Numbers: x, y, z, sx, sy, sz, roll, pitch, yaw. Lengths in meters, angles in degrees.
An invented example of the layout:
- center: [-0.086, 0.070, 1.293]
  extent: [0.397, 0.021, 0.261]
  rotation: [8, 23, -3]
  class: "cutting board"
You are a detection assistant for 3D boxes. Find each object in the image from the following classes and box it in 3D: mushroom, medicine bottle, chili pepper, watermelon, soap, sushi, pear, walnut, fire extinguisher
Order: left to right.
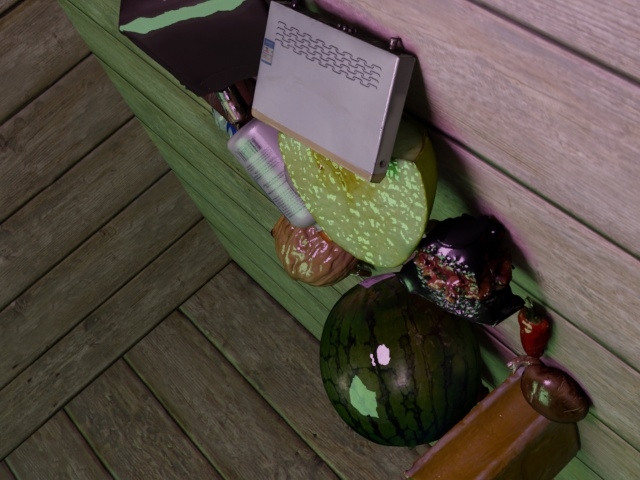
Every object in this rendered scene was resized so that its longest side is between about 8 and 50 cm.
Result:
- center: [-0.236, -0.373, 2.148]
  extent: [0.344, 0.102, 0.138]
  rotation: [44, 136, 27]
  class: "fire extinguisher"
- center: [-0.042, -0.133, 2.015]
  extent: [0.289, 0.157, 0.157]
  rotation: [50, 169, -7]
  class: "medicine bottle"
- center: [0.000, 0.000, 2.179]
  extent: [0.213, 0.213, 0.213]
  rotation: [46, 169, 12]
  class: "walnut"
- center: [0.092, -0.077, 1.582]
  extent: [0.288, 0.139, 0.239]
  rotation: [17, 128, 40]
  class: "pear"
- center: [0.161, 0.246, 2.053]
  extent: [0.363, 0.363, 0.363]
  rotation: [46, 169, 12]
  class: "watermelon"
- center: [0.224, 0.033, 1.577]
  extent: [0.172, 0.153, 0.150]
  rotation: [48, 162, 38]
  class: "sushi"
- center: [0.351, 0.445, 2.016]
  extent: [0.156, 0.335, 0.293]
  rotation: [39, 164, 38]
  class: "soap"
- center: [0.363, 0.160, 1.725]
  extent: [0.059, 0.050, 0.268]
  rotation: [27, 162, 22]
  class: "chili pepper"
- center: [0.412, 0.274, 1.849]
  extent: [0.170, 0.080, 0.135]
  rotation: [38, 155, 33]
  class: "mushroom"

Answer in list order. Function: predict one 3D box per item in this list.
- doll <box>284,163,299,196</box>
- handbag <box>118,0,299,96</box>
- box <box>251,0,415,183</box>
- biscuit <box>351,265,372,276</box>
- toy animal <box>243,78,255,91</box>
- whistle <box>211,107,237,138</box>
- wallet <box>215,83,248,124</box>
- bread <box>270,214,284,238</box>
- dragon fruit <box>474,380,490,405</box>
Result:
- center: [0.024, -0.151, 1.780]
  extent: [0.151, 0.151, 0.287]
  rotation: [49, 163, -2]
  class: "doll"
- center: [-0.155, -0.339, 1.627]
  extent: [0.285, 0.114, 0.257]
  rotation: [-8, 144, 26]
  class: "handbag"
- center: [0.013, -0.225, 1.457]
  extent: [0.270, 0.045, 0.211]
  rotation: [31, 120, 38]
  class: "box"
- center: [0.046, 0.067, 2.521]
  extent: [0.138, 0.031, 0.205]
  rotation: [6, 179, -11]
  class: "biscuit"
- center: [-0.155, -0.365, 1.838]
  extent: [0.214, 0.093, 0.186]
  rotation: [47, 165, 57]
  class: "toy animal"
- center: [-0.171, -0.257, 2.267]
  extent: [0.244, 0.092, 0.110]
  rotation: [46, 158, 21]
  class: "whistle"
- center: [-0.222, -0.362, 1.838]
  extent: [0.317, 0.044, 0.169]
  rotation: [61, -179, -15]
  class: "wallet"
- center: [-0.010, -0.009, 2.364]
  extent: [0.199, 0.104, 0.199]
  rotation: [30, -165, -9]
  class: "bread"
- center: [0.258, 0.290, 2.305]
  extent: [0.269, 0.198, 0.200]
  rotation: [42, -167, 35]
  class: "dragon fruit"
